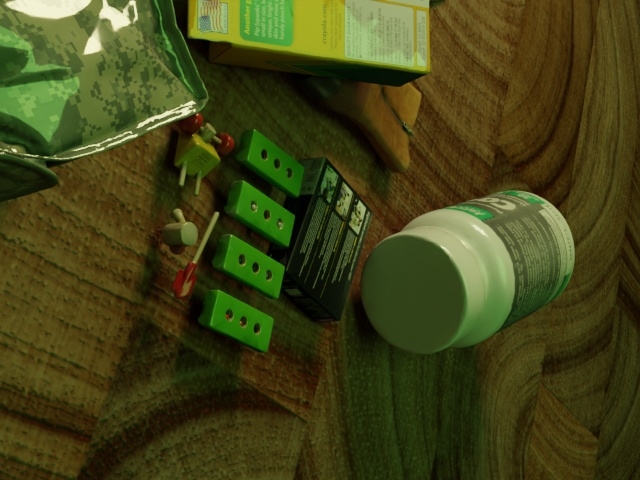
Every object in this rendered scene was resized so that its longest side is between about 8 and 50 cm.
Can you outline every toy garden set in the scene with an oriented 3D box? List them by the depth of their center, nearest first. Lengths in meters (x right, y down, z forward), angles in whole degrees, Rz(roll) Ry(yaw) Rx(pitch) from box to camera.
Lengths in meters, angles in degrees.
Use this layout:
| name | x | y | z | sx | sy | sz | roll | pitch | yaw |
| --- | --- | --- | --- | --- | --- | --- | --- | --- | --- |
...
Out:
| name | x | y | z | sx | sy | sz | roll | pitch | yaw |
| --- | --- | --- | --- | --- | --- | --- | --- | --- | --- |
| toy garden set | -0.116 | -0.016 | 1.109 | 0.204 | 0.049 | 0.244 | 34 | 61 | -49 |

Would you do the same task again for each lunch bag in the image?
| name | x | y | z | sx | sy | sz | roll | pitch | yaw |
| --- | --- | --- | --- | --- | --- | --- | --- | --- | --- |
| lunch bag | -0.273 | -0.115 | 0.745 | 0.287 | 0.235 | 0.169 | -35 | 112 | -49 |

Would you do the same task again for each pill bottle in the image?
| name | x | y | z | sx | sy | sz | roll | pitch | yaw |
| --- | --- | --- | --- | --- | --- | --- | --- | --- | --- |
| pill bottle | 0.227 | 0.044 | 1.433 | 0.361 | 0.204 | 0.204 | -16 | 99 | -54 |

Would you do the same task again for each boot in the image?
| name | x | y | z | sx | sy | sz | roll | pitch | yaw |
| --- | --- | --- | --- | --- | --- | --- | --- | --- | --- |
| boot | 0.085 | -0.271 | 1.368 | 0.280 | 0.096 | 0.264 | 33 | 59 | -49 |

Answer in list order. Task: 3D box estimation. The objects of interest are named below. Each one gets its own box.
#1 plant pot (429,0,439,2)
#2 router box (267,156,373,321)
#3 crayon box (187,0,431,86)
| name | x | y | z | sx | sy | sz | roll | pitch | yaw |
| --- | --- | --- | --- | --- | --- | --- | --- | --- | --- |
| plant pot | 0.181 | -0.516 | 1.575 | 0.236 | 0.032 | 0.236 | 7 | 81 | -52 |
| router box | 0.000 | 0.000 | 1.262 | 0.133 | 0.046 | 0.179 | 46 | 52 | -41 |
| crayon box | -0.021 | -0.312 | 1.165 | 0.322 | 0.083 | 0.203 | 3 | 84 | -27 |
